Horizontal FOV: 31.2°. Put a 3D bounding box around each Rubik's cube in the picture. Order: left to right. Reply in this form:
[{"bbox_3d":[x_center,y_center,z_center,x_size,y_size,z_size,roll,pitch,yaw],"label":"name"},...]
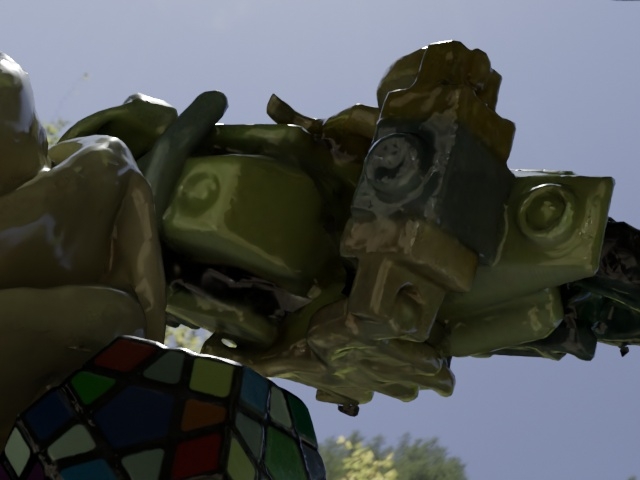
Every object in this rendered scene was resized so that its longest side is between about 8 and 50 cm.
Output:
[{"bbox_3d":[-0.059,0.100,0.426,0.133,0.133,0.112,14,-47,23],"label":"Rubik's cube"}]

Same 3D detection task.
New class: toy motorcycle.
[{"bbox_3d":[0.000,0.000,0.664,0.410,0.237,0.169,0,-112,38],"label":"toy motorcycle"}]

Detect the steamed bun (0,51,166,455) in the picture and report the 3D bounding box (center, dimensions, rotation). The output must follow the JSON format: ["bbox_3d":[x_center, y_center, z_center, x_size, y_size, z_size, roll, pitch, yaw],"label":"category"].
[{"bbox_3d":[-0.247,0.074,0.507,0.339,0.247,0.352,10,-55,-7],"label":"steamed bun"}]
